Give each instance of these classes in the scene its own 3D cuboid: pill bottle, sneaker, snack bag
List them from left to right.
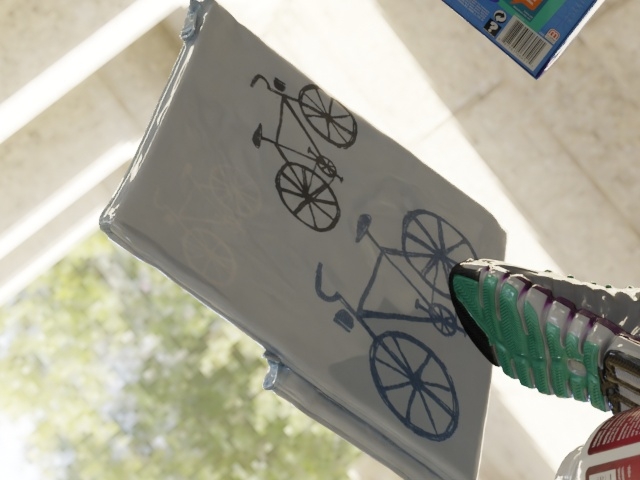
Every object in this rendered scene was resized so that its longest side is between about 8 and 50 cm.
[{"bbox_3d":[0.000,0.000,1.273,0.342,0.037,0.323,37,-144,-17],"label":"snack bag"},{"bbox_3d":[0.188,0.059,1.164,0.224,0.098,0.083,30,139,44],"label":"sneaker"},{"bbox_3d":[0.186,0.122,0.881,0.086,0.086,0.152,52,151,-3],"label":"pill bottle"}]

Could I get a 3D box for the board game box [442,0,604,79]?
[{"bbox_3d":[0.140,-0.230,1.079,0.160,0.047,0.210,41,127,6],"label":"board game box"}]
